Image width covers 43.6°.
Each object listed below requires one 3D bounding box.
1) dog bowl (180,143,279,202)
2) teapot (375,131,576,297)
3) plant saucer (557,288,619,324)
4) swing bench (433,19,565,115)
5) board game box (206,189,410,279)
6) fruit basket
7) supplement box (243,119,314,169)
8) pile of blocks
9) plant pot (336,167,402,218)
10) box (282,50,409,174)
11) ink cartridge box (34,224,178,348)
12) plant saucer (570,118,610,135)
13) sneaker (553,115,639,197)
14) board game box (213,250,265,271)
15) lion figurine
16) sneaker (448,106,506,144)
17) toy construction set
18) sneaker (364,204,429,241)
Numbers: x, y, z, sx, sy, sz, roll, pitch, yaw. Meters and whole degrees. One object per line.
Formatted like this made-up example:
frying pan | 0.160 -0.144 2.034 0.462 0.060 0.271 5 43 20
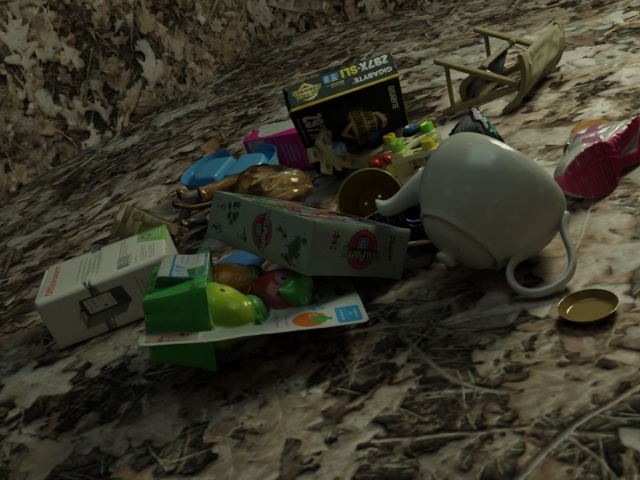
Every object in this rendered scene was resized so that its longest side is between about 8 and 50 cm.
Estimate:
dog bowl | -0.231 -0.172 2.111 0.297 0.074 0.166 -2 37 35
teapot | 0.255 -0.035 1.277 0.187 0.253 0.256 -55 15 -9
plant saucer | 0.377 0.096 1.123 0.084 0.015 0.083 -16 23 7
swing bench | 0.468 -0.441 2.052 0.255 0.165 0.253 7 34 38
board game box | -0.027 -0.011 1.429 0.224 0.097 0.303 5 9 -41
fruit basket | -0.117 0.090 1.349 0.353 0.165 0.327 -12 15 -2
supplement box | -0.079 -0.256 2.144 0.220 0.113 0.111 -3 29 32
pile of blocks | -0.414 -0.007 1.915 0.112 0.149 0.362 -68 22 -1
plant pot | 0.105 -0.075 1.603 0.134 0.134 0.095 -17 -2 8
box | 0.073 -0.289 1.881 0.257 0.322 0.079 -16 67 5
ink cartridge box | -0.430 0.091 1.664 0.273 0.114 0.198 -21 23 -2
plant saucer | 0.574 -0.239 1.701 0.084 0.013 0.083 -16 23 7
sneaker | 0.496 -0.149 1.474 0.252 0.102 0.111 -29 20 -35
board game box | -0.172 0.071 1.607 0.133 0.033 0.169 -34 21 -17
lion figurine | -0.194 -0.108 1.888 0.240 0.142 0.392 -23 18 -24
sneaker | 0.351 -0.230 1.813 0.098 0.083 0.223 -38 15 13
toy construction set | 0.141 -0.185 1.789 0.328 0.151 0.215 8 35 30
sneaker | 0.141 -0.038 1.458 0.217 0.079 0.121 -8 -16 25
